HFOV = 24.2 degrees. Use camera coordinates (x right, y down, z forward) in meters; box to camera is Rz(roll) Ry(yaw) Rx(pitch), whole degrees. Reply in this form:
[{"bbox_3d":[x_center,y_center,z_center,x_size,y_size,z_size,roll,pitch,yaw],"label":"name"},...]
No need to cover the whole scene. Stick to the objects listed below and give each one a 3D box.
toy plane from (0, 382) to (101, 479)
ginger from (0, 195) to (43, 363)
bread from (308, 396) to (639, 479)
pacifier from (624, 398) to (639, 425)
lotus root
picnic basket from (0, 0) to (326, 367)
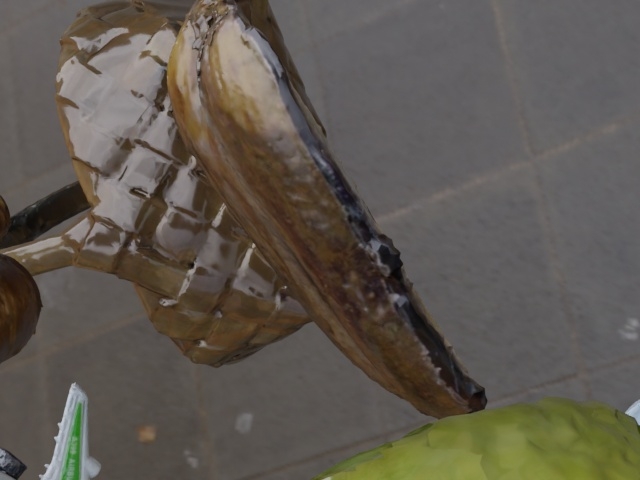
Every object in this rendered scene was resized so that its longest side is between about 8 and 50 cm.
[{"bbox_3d":[-0.265,0.260,1.359,0.101,0.255,0.251,6,58,54],"label":"toy plane"},{"bbox_3d":[-0.168,0.016,0.673,0.073,0.162,0.103,-11,102,2],"label":"ginger"},{"bbox_3d":[0.071,0.250,0.546,0.348,0.348,0.308,-44,64,18],"label":"bread"},{"bbox_3d":[0.421,0.185,1.479,0.244,0.233,0.299,36,86,-4],"label":"pacifier"},{"bbox_3d":[0.000,0.001,0.912,0.078,0.329,0.167,-32,18,3],"label":"lotus root"},{"bbox_3d":[-0.160,-0.040,1.315,0.337,0.293,0.337,5,111,12],"label":"picnic basket"}]
